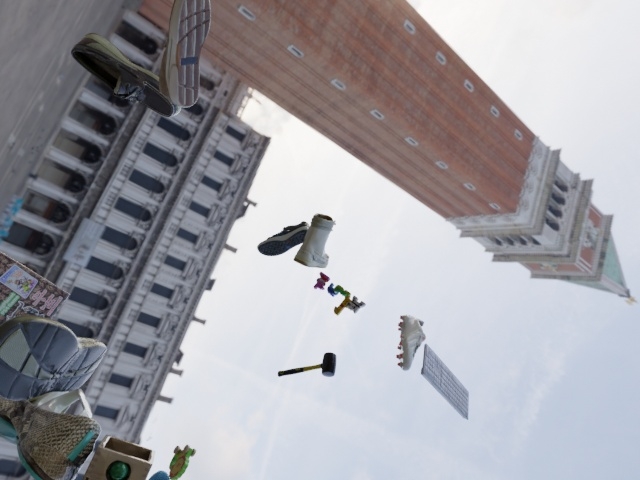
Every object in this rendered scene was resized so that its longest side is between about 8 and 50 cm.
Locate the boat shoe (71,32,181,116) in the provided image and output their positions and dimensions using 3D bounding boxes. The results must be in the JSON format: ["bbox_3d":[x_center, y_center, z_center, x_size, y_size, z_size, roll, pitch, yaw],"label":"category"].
[{"bbox_3d":[-0.267,-0.217,0.642,0.056,0.152,0.049,-42,-161,47],"label":"boat shoe"}]

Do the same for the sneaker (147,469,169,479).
[{"bbox_3d":[-0.552,0.860,1.507,0.092,0.088,0.228,149,-41,-69],"label":"sneaker"}]

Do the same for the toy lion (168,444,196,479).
[{"bbox_3d":[-0.407,0.642,1.344,0.100,0.034,0.096,-27,-153,42],"label":"toy lion"}]

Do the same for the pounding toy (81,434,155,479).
[{"bbox_3d":[-0.414,0.462,0.923,0.100,0.130,0.141,-69,-169,-15],"label":"pounding toy"}]

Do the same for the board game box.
[{"bbox_3d":[-0.729,0.088,0.974,0.232,0.291,0.141,-2,-128,44],"label":"board game box"}]

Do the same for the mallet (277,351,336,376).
[{"bbox_3d":[-0.039,0.365,1.296,0.190,0.039,0.062,-24,-140,21],"label":"mallet"}]

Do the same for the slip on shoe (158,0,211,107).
[{"bbox_3d":[-0.160,-0.224,0.535,0.041,0.051,0.135,28,-56,23],"label":"slip on shoe"}]

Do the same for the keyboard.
[{"bbox_3d":[0.291,0.328,1.069,0.014,0.256,0.072,-10,-134,37],"label":"keyboard"}]

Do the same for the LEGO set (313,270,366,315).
[{"bbox_3d":[0.065,0.230,1.814,0.227,0.087,0.093,34,-104,29],"label":"LEGO set"}]

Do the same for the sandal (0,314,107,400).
[{"bbox_3d":[-0.436,0.179,0.731,0.120,0.086,0.302,-52,173,-20],"label":"sandal"}]

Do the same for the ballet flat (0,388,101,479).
[{"bbox_3d":[-0.641,0.419,1.090,0.483,0.163,0.182,-3,-144,43],"label":"ballet flat"}]

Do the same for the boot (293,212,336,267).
[{"bbox_3d":[0.000,0.000,1.463,0.077,0.213,0.164,24,-84,19],"label":"boot"}]

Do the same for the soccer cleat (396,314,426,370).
[{"bbox_3d":[0.250,0.274,1.270,0.196,0.076,0.068,-72,170,-56],"label":"soccer cleat"}]

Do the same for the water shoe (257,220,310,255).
[{"bbox_3d":[-0.127,-0.005,1.666,0.203,0.072,0.080,-19,-149,8],"label":"water shoe"}]
